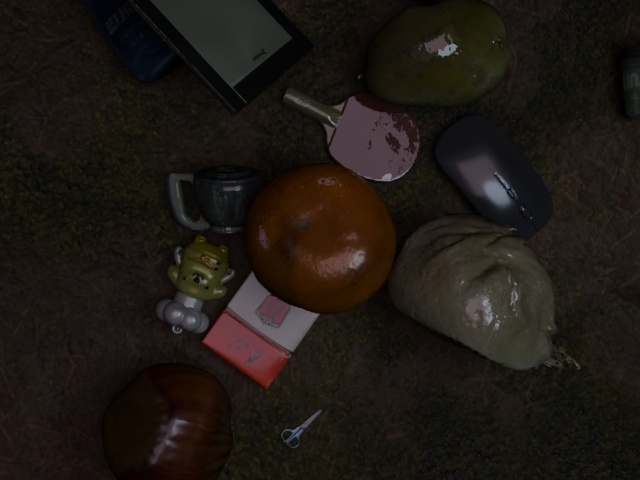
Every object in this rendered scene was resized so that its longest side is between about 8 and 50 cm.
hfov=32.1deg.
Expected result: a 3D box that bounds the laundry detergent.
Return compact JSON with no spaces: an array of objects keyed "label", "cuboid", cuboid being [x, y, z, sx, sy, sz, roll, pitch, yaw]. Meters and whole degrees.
[{"label":"laundry detergent","cuboid":[-0.314,-0.391,1.734,0.290,0.094,0.143,50,127,-2]}]

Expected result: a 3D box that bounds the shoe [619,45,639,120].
[{"label":"shoe","cuboid":[0.639,-0.243,1.866,0.292,0.109,0.149,5,94,-4]}]

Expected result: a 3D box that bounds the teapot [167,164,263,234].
[{"label":"teapot","cuboid":[-0.164,-0.060,1.767,0.149,0.111,0.108,-4,105,-12]}]

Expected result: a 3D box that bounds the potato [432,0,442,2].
[{"label":"potato","cuboid":[0.171,-0.471,1.800,0.251,0.113,0.149,26,82,-15]}]

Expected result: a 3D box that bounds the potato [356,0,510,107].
[{"label":"potato","cuboid":[0.179,-0.293,1.778,0.251,0.159,0.174,-12,102,1]}]

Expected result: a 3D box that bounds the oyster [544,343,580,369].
[{"label":"oyster","cuboid":[0.391,0.181,1.860,0.038,0.080,0.083,-56,132,-25]}]

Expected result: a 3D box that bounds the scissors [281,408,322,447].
[{"label":"scissors","cuboid":[-0.028,0.307,1.839,0.083,0.006,0.036,-43,94,-4]}]

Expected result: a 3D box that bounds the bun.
[{"label":"bun","cuboid":[0.240,0.066,1.739,0.281,0.281,0.205,26,87,-7]}]

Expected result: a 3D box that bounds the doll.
[{"label":"doll","cuboid":[-0.202,0.074,1.786,0.106,0.062,0.162,22,90,-2]}]

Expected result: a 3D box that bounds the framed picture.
[{"label":"framed picture","cuboid":[-0.185,-0.374,1.714,0.347,0.016,0.265,46,41,-6]}]

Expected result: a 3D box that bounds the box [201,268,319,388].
[{"label":"box","cuboid":[-0.071,0.104,1.816,0.139,0.035,0.245,37,86,-6]}]

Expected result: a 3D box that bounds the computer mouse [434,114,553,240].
[{"label":"computer mouse","cuboid":[0.289,-0.101,1.845,0.120,0.057,0.232,-39,95,-4]}]

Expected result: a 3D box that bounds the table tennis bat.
[{"label":"table tennis bat","cuboid":[0.050,-0.187,1.836,0.246,0.022,0.138,26,87,-9]}]

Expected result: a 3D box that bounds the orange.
[{"label":"orange","cuboid":[0.000,0.000,1.715,0.240,0.171,0.240,-1,74,5]}]

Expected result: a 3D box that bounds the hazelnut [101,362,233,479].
[{"label":"hazelnut","cuboid":[-0.242,0.297,1.737,0.186,0.210,0.210,0,91,17]}]
